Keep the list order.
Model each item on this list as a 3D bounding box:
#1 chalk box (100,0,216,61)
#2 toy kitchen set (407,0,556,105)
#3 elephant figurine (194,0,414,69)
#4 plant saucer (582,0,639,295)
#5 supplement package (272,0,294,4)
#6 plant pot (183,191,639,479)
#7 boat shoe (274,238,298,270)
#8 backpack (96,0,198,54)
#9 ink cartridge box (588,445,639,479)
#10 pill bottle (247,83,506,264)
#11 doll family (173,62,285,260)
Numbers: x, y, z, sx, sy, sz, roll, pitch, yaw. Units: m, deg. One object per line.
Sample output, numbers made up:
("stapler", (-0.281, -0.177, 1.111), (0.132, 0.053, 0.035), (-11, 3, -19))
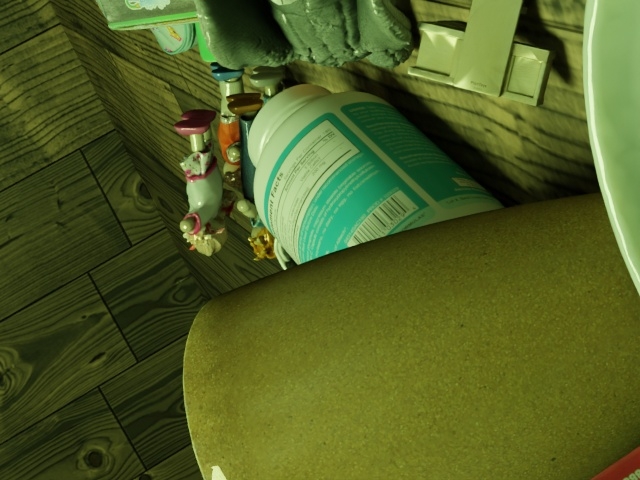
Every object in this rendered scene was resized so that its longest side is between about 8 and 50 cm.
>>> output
("chalk box", (-0.089, -0.235, 0.919), (0.132, 0.132, 0.213), (4, 122, 41))
("toy kitchen set", (0.110, -0.127, 0.774), (0.083, 0.075, 0.068), (18, 106, 21))
("elephant figurine", (-0.001, -0.175, 0.795), (0.169, 0.186, 0.239), (23, 140, 53))
("plant saucer", (0.175, -0.030, 0.383), (0.400, 0.100, 0.400), (162, 90, -77))
("supplement package", (-0.004, -0.276, 0.468), (0.198, 0.199, 0.263), (50, 164, 39))
("plant pot", (0.090, 0.080, 0.743), (0.237, 0.254, 0.237), (43, -151, -31))
("boat shoe", (0.000, 0.000, 1.132), (0.096, 0.088, 0.268), (-45, 41, 40))
("backpack", (-0.148, -0.268, 1.177), (0.188, 0.144, 0.166), (57, 162, -3))
("ink cartridge box", (0.249, 0.209, 0.606), (0.273, 0.197, 0.114), (55, 168, 20))
("pill bottle", (0.043, -0.022, 0.990), (0.264, 0.146, 0.146), (49, 164, 42))
("doll family", (-0.060, -0.072, 1.246), (0.263, 0.118, 0.163), (-73, -21, -64))
